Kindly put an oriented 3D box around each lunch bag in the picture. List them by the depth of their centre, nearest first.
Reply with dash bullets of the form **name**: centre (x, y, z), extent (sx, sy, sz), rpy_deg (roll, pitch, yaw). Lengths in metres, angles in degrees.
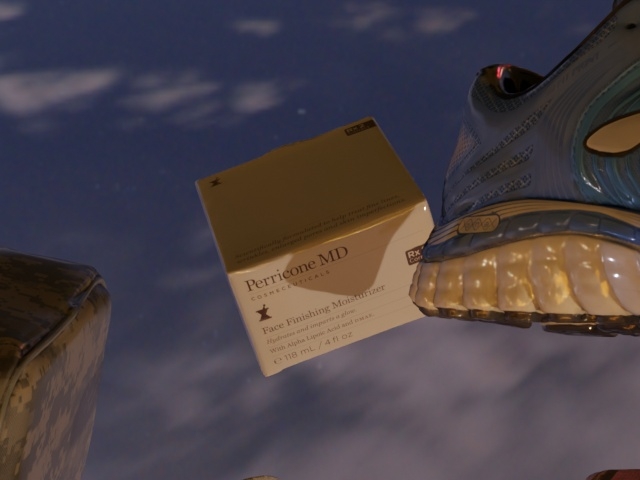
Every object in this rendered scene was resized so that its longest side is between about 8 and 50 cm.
- **lunch bag**: centre (-0.303, 0.114, 0.842), extent (0.256, 0.212, 0.305), rpy_deg (13, -168, 0)

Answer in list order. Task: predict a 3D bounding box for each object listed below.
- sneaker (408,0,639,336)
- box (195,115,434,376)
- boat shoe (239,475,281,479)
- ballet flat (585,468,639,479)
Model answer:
- **sneaker**: centre (0.157, -0.040, 0.424), extent (0.130, 0.147, 0.330), rpy_deg (8, 173, -39)
- **box**: centre (0.000, 0.000, 1.086), extent (0.181, 0.119, 0.182), rpy_deg (-21, -148, -3)
- **boat shoe**: centre (-0.073, 0.202, 0.878), extent (0.142, 0.049, 0.040), rpy_deg (4, -127, -53)
- **ballet flat**: centre (0.266, 0.183, 0.802), extent (0.222, 0.077, 0.079), rpy_deg (-15, -151, 36)
